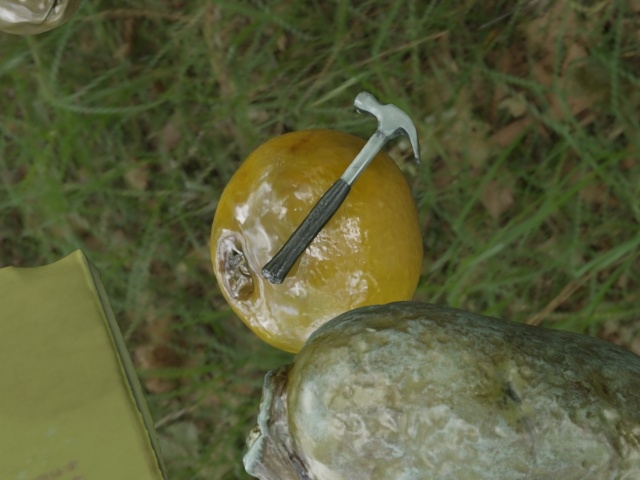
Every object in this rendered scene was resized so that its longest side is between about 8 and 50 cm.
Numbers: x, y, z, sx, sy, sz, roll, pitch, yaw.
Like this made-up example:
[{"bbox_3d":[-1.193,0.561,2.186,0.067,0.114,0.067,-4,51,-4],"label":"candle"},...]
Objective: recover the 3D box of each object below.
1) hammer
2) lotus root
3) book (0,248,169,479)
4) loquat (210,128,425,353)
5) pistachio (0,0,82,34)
[{"bbox_3d":[0.022,-0.048,1.571,0.103,0.246,0.029,33,169,18],"label":"hammer"},{"bbox_3d":[0.126,0.128,0.968,0.349,0.175,0.175,8,120,-3],"label":"lotus root"},{"bbox_3d":[-0.118,0.083,0.350,0.192,0.168,0.013,-121,9,-54],"label":"book"},{"bbox_3d":[0.000,0.000,1.711,0.274,0.275,0.275,16,119,30],"label":"loquat"},{"bbox_3d":[-0.231,-0.218,1.043,0.126,0.108,0.185,-56,51,27],"label":"pistachio"}]
